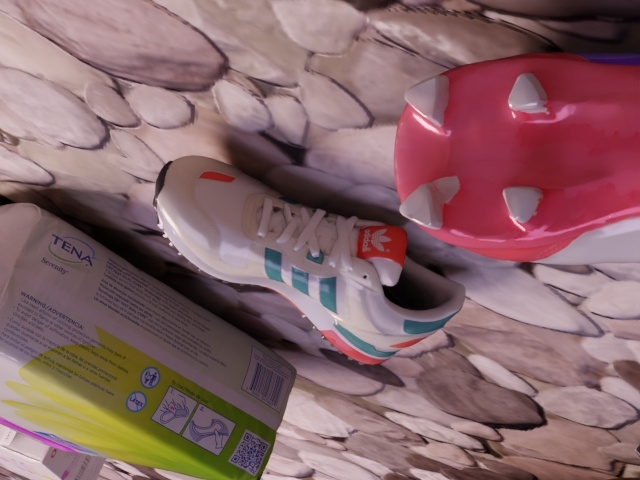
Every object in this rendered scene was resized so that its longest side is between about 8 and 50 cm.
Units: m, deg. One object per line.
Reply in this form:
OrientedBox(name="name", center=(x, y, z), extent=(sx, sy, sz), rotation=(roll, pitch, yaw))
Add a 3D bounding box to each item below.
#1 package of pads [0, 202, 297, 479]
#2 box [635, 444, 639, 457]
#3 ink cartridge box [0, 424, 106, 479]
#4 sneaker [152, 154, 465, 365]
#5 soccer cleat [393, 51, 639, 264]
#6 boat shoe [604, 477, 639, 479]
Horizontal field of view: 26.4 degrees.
OrientedBox(name="package of pads", center=(-0.189, 0.069, 0.929), extent=(0.229, 0.101, 0.296), rotation=(35, 158, -32))
OrientedBox(name="box", center=(0.279, 0.179, 0.684), extent=(0.233, 0.044, 0.159), rotation=(39, -179, -31))
OrientedBox(name="ink cartridge box", center=(-0.254, 0.164, 1.250), extent=(0.090, 0.092, 0.143), rotation=(17, 158, 18))
OrientedBox(name="sneaker", center=(0.000, 0.000, 0.644), extent=(0.161, 0.057, 0.075), rotation=(35, 140, -26))
OrientedBox(name="soccer cleat", center=(0.140, -0.022, 0.415), extent=(0.248, 0.083, 0.095), rotation=(4, -178, 31))
OrientedBox(name="boat shoe", center=(0.237, 0.189, 0.840), extent=(0.152, 0.056, 0.049), rotation=(14, 153, 22))
